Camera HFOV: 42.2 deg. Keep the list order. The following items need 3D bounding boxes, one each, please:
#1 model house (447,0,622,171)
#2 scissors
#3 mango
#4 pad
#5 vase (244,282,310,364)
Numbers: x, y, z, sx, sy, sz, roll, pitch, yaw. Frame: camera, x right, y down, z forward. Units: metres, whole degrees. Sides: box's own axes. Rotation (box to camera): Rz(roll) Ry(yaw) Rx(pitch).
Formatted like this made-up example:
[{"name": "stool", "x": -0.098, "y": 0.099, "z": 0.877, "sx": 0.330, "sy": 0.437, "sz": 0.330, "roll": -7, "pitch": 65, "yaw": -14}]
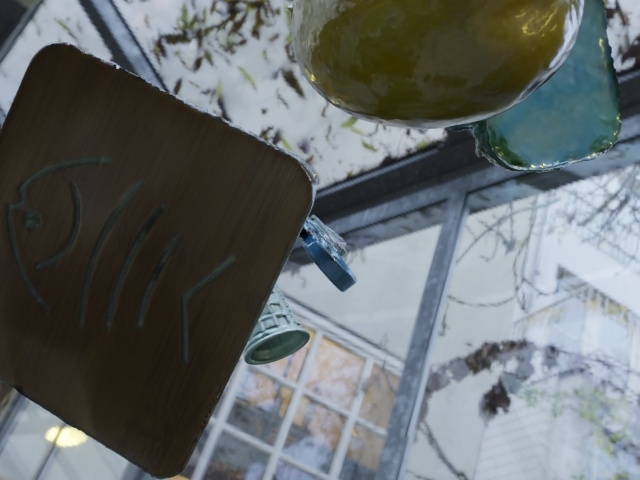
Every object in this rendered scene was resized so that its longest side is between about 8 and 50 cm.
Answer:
[{"name": "model house", "x": 0.242, "y": -0.206, "z": 1.172, "sx": 0.241, "sy": 0.261, "sz": 0.225, "roll": 1, "pitch": -79, "yaw": 57}, {"name": "scissors", "x": 0.000, "y": 0.000, "z": 0.867, "sx": 0.125, "sy": 0.030, "sz": 0.256, "roll": 50, "pitch": 4, "yaw": 7}, {"name": "mango", "x": 0.097, "y": -0.257, "z": 0.913, "sx": 0.220, "sy": 0.301, "sz": 0.445, "roll": 63, "pitch": -12, "yaw": -26}, {"name": "pad", "x": -0.176, "y": 0.011, "z": 0.684, "sx": 0.284, "sy": 0.286, "sz": 0.018, "roll": 28, "pitch": 7, "yaw": 15}, {"name": "vase", "x": -0.138, "y": 0.094, "z": 1.724, "sx": 0.143, "sy": 0.298, "sz": 0.143, "roll": -19, "pitch": -25, "yaw": -9}]
